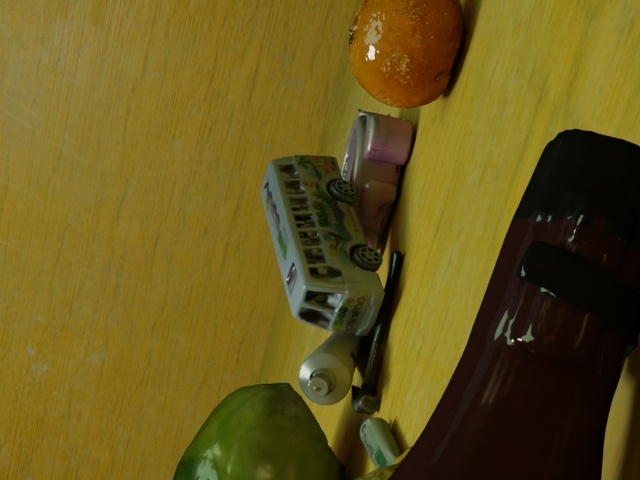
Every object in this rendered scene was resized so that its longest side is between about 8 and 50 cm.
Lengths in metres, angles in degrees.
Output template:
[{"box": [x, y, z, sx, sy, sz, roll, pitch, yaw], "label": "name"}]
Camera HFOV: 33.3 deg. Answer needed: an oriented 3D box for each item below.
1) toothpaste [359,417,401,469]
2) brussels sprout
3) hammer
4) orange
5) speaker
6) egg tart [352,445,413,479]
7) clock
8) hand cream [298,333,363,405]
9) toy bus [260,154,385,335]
[{"box": [0.081, 0.269, 1.333, 0.218, 0.041, 0.064, -118, 30, -76], "label": "toothpaste"}, {"box": [-0.084, 0.384, 1.637, 0.344, 0.268, 0.344, 20, -90, -75], "label": "brussels sprout"}, {"box": [0.087, 0.136, 1.590, 0.103, 0.029, 0.246, 134, 149, -76], "label": "hammer"}, {"box": [0.121, -0.290, 1.553, 0.193, 0.161, 0.193, -169, 90, -79], "label": "orange"}, {"box": [0.159, 0.119, 0.732, 0.259, 0.198, 0.330, 47, -116, -50], "label": "speaker"}, {"box": [0.058, 0.337, 1.088, 0.288, 0.118, 0.288, -170, 90, -87], "label": "egg tart"}, {"box": [0.081, -0.098, 1.834, 0.227, 0.090, 0.248, -115, 37, -80], "label": "clock"}, {"box": [0.029, 0.177, 1.646, 0.340, 0.077, 0.124, -41, -33, -76], "label": "hand cream"}, {"box": [0.000, 0.000, 1.665, 0.330, 0.135, 0.109, -108, 31, -45], "label": "toy bus"}]
